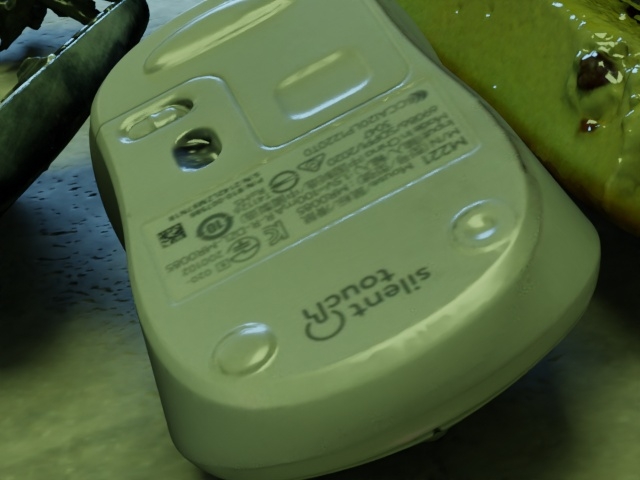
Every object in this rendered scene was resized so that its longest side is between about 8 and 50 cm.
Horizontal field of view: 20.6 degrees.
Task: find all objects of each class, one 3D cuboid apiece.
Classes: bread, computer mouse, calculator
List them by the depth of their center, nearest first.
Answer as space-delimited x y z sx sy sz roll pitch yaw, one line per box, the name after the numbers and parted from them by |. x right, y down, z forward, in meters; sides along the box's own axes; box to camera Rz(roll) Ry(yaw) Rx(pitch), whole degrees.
0.000 0.000 0.736 0.184 0.121 0.297 -28 41 -6 | computer mouse
0.121 -0.087 0.848 0.138 0.077 0.361 18 16 -26 | bread
-0.161 -0.040 0.858 0.177 0.040 0.268 -41 13 28 | calculator

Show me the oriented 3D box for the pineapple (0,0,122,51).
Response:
-0.247 -0.174 1.159 0.248 0.128 0.128 1 29 13 | pineapple
